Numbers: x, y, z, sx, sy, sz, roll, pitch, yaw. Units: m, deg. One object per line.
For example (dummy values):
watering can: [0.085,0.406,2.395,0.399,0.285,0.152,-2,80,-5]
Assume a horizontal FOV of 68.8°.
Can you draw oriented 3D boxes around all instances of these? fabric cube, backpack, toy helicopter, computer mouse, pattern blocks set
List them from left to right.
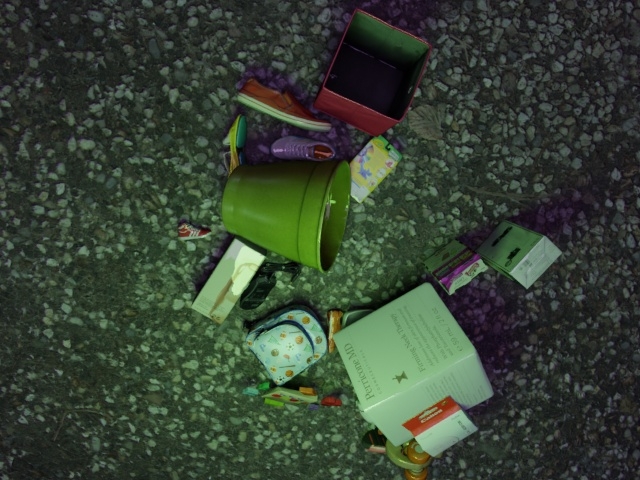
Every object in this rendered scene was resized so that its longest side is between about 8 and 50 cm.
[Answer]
computer mouse: [-0.186,0.154,1.711,0.184,0.060,0.262,2,136,-38]
backpack: [-0.112,0.367,1.707,0.264,0.213,0.276,-34,99,-6]
pattern blocks set: [-0.112,0.585,1.754,0.286,0.026,0.325,-25,137,38]
fabric cube: [0.150,-0.503,1.462,0.259,0.258,0.253,23,89,-8]
toy helicopter: [0.386,0.730,1.797,0.355,0.235,0.140,-23,125,-35]

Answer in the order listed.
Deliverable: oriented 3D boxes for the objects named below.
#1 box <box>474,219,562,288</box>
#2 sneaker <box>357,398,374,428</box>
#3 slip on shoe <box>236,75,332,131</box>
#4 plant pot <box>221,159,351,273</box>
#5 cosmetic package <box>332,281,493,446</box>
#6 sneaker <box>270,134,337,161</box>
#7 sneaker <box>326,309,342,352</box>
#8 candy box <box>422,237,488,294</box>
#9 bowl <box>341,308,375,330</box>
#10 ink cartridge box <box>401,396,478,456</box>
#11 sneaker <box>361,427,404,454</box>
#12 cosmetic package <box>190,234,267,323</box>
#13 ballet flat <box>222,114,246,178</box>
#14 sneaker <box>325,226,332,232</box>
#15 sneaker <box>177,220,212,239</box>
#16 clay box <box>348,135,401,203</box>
box: [0.672,0.039,1.617,0.087,0.290,0.169,39,96,-12]
sneaker: [0.293,0.593,1.812,0.331,0.122,0.146,-33,104,4]
slip on shoe: [-0.111,-0.448,1.560,0.332,0.123,0.101,24,97,-3]
plant pot: [-0.115,-0.107,1.527,0.354,0.366,0.365,12,103,14]
cosmetic package: [0.317,0.429,1.618,0.394,0.329,0.327,-30,131,3]
sneaker: [-0.057,-0.313,1.602,0.229,0.092,0.087,1,105,-2]
sneaker: [0.055,0.350,1.777,0.068,0.064,0.174,2,107,-16]
candy box: [0.467,0.088,1.646,0.159,0.233,0.071,-37,102,7]
bowl: [0.138,0.321,1.760,0.142,0.053,0.141,-1,105,-28]
ink cartridge box: [0.400,0.621,1.550,0.189,0.066,0.232,-36,136,9]
sneaker: [0.323,0.834,1.874,0.315,0.116,0.136,-2,108,0]
cosmetic package: [-0.321,0.126,1.661,0.129,0.153,0.296,32,101,-11]
ballet flat: [-0.296,-0.314,1.604,0.078,0.077,0.230,4,105,13]
sneaker: [0.000,0.000,1.694,0.052,0.058,0.135,33,100,-9]
sneaker: [-0.452,-0.041,1.671,0.119,0.042,0.066,-8,106,1]
clay box: [0.167,-0.254,1.646,0.127,0.053,0.222,42,97,-9]
